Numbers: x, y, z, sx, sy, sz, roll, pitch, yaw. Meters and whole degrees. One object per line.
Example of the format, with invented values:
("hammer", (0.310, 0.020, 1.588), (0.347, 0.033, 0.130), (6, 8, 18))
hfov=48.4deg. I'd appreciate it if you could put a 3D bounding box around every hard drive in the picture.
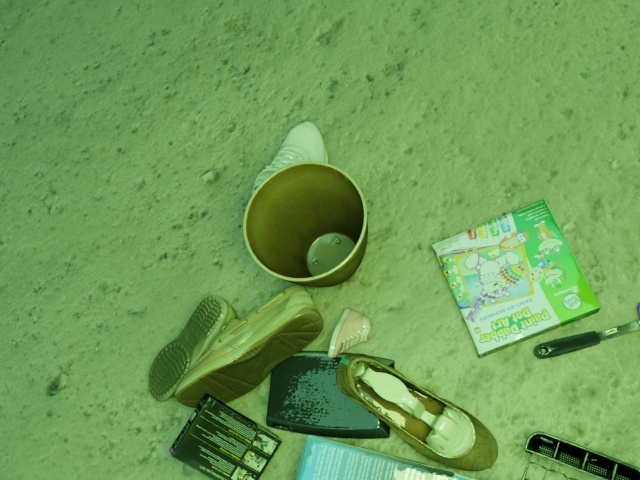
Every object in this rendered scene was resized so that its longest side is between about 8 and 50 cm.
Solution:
("hard drive", (0.016, 0.306, 1.433), (0.255, 0.054, 0.171), (2, 72, 15))

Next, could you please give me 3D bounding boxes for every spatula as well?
("spatula", (0.553, 0.177, 1.354), (0.297, 0.030, 0.084), (-18, 70, 8))

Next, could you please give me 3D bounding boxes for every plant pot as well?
("plant pot", (0.000, 0.000, 1.434), (0.237, 0.254, 0.237), (-5, 71, 14))

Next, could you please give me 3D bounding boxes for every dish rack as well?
("dish rack", (0.431, 0.499, 1.252), (0.208, 0.074, 0.271), (18, 77, 20))

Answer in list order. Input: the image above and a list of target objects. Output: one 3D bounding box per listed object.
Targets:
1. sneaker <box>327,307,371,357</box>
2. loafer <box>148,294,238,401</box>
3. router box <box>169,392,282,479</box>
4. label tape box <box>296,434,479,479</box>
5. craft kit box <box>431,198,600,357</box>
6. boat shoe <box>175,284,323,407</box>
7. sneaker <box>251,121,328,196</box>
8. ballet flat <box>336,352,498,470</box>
("sneaker", (0.064, 0.193, 1.438), (0.070, 0.051, 0.134), (19, 39, 11))
("loafer", (-0.262, 0.237, 1.510), (0.268, 0.092, 0.102), (-51, 53, 11))
("router box", (-0.186, 0.405, 1.405), (0.179, 0.046, 0.133), (36, 81, -14))
("label tape box", (0.118, 0.522, 1.304), (0.348, 0.115, 0.249), (12, 75, 12))
("craft kit box", (0.383, 0.075, 1.421), (0.250, 0.061, 0.246), (-23, 70, 6))
("boat shoe", (-0.150, 0.217, 1.443), (0.341, 0.121, 0.110), (-33, 45, 6))
("sneaker", (-0.070, -0.134, 1.554), (0.114, 0.152, 0.305), (13, 74, 20))
("ballet flat", (0.180, 0.315, 1.314), (0.342, 0.124, 0.116), (34, 75, 9))
